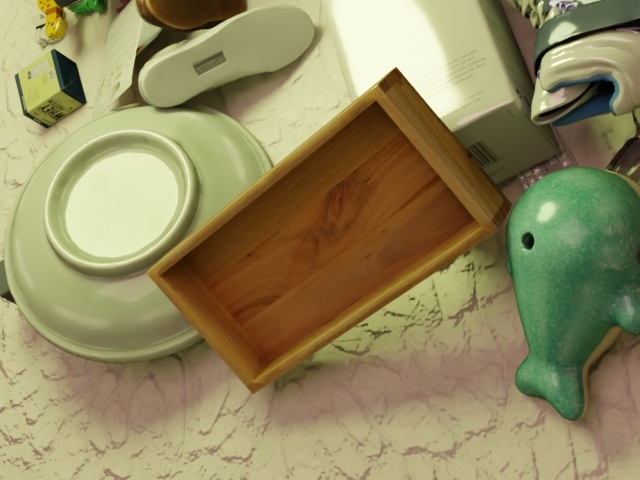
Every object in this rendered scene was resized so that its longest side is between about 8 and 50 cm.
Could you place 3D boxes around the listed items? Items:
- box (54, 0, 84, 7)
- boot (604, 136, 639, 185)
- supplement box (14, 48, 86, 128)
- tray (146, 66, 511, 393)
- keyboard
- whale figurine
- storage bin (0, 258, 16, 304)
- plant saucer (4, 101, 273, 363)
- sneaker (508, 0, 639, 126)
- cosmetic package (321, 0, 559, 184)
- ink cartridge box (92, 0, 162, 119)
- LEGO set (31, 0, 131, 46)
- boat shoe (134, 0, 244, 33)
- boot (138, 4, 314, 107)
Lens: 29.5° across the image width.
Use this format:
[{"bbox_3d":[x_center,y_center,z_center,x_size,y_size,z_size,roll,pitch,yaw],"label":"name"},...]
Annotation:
[{"bbox_3d":[-0.235,-0.658,1.755,0.471,0.297,0.480,-16,52,26],"label":"box"},{"bbox_3d":[0.472,-0.107,1.302,0.338,0.118,0.223,-39,52,7],"label":"boot"},{"bbox_3d":[-0.421,-0.236,1.895,0.083,0.056,0.083,-30,60,17],"label":"supplement box"},{"bbox_3d":[0.000,0.000,1.421,0.411,0.076,0.203,-37,97,33],"label":"tray"},{"bbox_3d":[0.287,-0.039,1.437,0.072,0.014,0.256,-30,60,17],"label":"keyboard"},{"bbox_3d":[0.261,0.054,1.314,0.216,0.141,0.272,30,110,53],"label":"whale figurine"},{"bbox_3d":[-0.401,0.042,1.759,0.135,0.091,0.098,-28,60,18],"label":"storage bin"},{"bbox_3d":[-0.256,-0.036,1.638,0.400,0.100,0.401,-6,64,12],"label":"plant saucer"},{"bbox_3d":[0.260,-0.247,1.375,0.322,0.130,0.236,23,73,36],"label":"sneaker"},{"bbox_3d":[0.133,-0.242,1.510,0.197,0.155,0.366,-26,57,21],"label":"cosmetic package"},{"bbox_3d":[-0.277,-0.271,1.787,0.145,0.045,0.179,-29,51,52],"label":"ink cartridge box"},{"bbox_3d":[-0.381,-0.354,1.899,0.227,0.087,0.093,-14,65,26],"label":"LEGO set"},{"bbox_3d":[-0.194,-0.325,1.719,0.073,0.207,0.073,-12,90,34],"label":"boat shoe"},{"bbox_3d":[-0.141,-0.272,1.726,0.258,0.095,0.123,-21,22,-5],"label":"boot"}]
